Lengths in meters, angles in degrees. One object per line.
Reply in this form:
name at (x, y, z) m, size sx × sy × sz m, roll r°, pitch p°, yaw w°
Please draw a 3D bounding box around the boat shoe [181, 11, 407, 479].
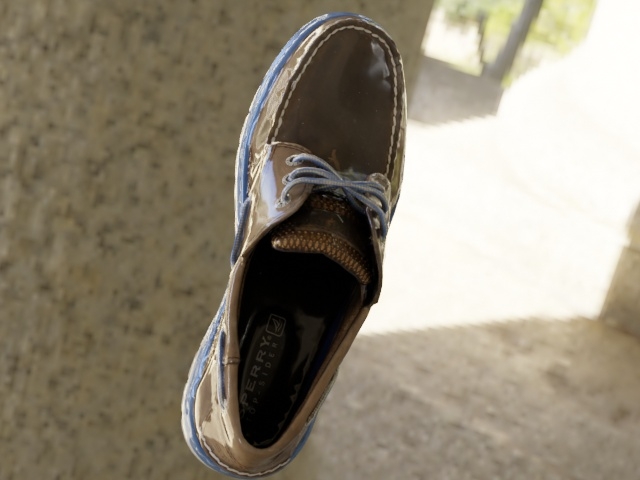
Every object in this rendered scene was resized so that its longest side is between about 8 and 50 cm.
boat shoe at (0.000, 0.000, 0.633) m, size 0.066 × 0.183 × 0.066 m, roll 15°, pitch -8°, yaw -13°
